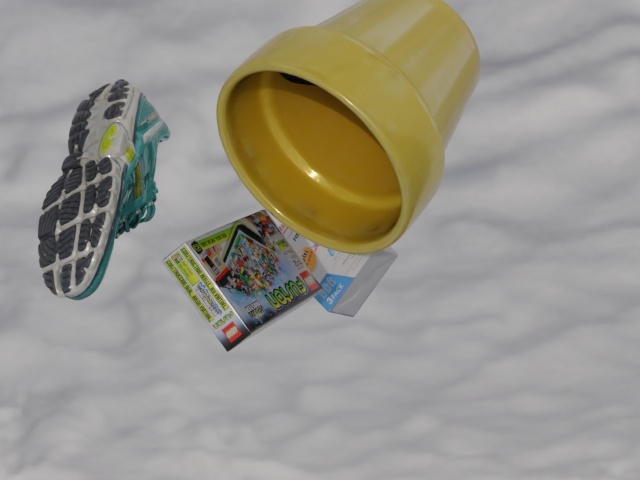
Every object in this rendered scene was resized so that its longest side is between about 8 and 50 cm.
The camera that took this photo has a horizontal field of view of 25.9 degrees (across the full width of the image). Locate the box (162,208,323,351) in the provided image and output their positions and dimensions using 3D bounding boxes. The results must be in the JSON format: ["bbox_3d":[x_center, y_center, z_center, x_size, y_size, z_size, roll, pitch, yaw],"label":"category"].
[{"bbox_3d":[-0.077,0.037,1.455,0.036,0.114,0.207,-38,176,22],"label":"box"}]

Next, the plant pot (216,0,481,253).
[{"bbox_3d":[0.051,-0.155,1.554,0.254,0.239,0.254,25,142,21],"label":"plant pot"}]

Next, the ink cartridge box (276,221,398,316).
[{"bbox_3d":[0.000,0.000,1.776,0.061,0.181,0.104,14,115,-54],"label":"ink cartridge box"}]

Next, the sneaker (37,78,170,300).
[{"bbox_3d":[-0.218,-0.050,1.490,0.107,0.275,0.110,-16,136,35],"label":"sneaker"}]

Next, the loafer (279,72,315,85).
[{"bbox_3d":[0.013,-0.198,1.526,0.062,0.061,0.170,10,-172,34],"label":"loafer"}]
